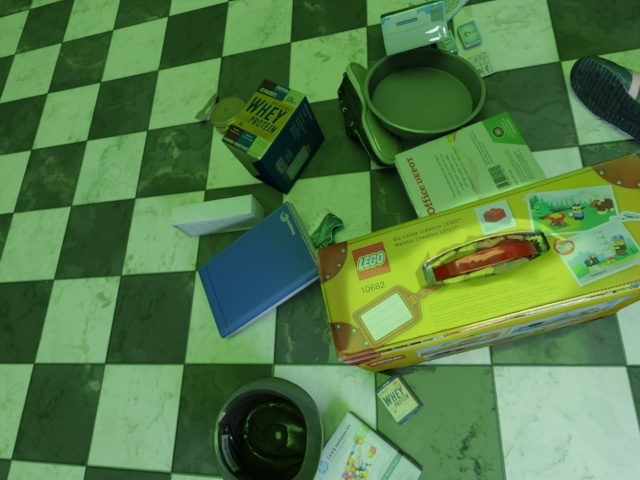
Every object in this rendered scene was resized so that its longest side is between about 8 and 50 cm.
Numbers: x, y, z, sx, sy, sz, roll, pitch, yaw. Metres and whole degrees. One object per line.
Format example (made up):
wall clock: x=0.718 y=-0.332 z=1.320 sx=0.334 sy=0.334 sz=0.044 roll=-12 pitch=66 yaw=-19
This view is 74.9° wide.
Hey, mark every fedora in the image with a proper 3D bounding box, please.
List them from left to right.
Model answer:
fedora: x=-0.096 y=0.425 z=0.902 sx=0.275 sy=0.124 sz=0.244 roll=-6 pitch=67 yaw=24

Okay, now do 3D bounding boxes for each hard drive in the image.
hard drive: x=-0.159 y=0.076 z=1.055 sx=0.318 sy=0.040 sz=0.210 roll=-35 pitch=64 yaw=17

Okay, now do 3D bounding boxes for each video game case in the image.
video game case: x=0.367 y=-0.729 z=1.237 sx=0.157 sy=0.019 sz=0.143 roll=-46 pitch=65 yaw=-3

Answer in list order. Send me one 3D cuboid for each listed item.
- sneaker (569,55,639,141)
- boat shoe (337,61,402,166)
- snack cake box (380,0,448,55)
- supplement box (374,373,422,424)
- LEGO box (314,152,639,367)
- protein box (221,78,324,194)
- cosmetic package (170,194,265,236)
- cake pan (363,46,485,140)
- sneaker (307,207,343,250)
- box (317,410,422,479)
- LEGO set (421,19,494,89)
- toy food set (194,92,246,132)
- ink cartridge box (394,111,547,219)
sneaker: x=0.729 y=-0.324 z=0.951 sx=0.131 sy=0.112 sz=0.319 roll=-31 pitch=67 yaw=-15
boat shoe: x=0.114 y=-0.319 z=1.121 sx=0.113 sy=0.127 sz=0.341 roll=-41 pitch=59 yaw=44
snack cake box: x=0.240 y=-0.564 z=1.099 sx=0.152 sy=0.089 sz=0.264 roll=-11 pitch=27 yaw=14
supplement box: x=0.166 y=0.333 z=0.880 sx=0.056 sy=0.083 sz=0.083 roll=-39 pitch=65 yaw=0
LEGO box: x=0.287 y=0.087 z=0.775 sx=0.499 sy=0.372 sz=0.193 roll=-17 pitch=67 yaw=10
protein box: x=-0.117 y=-0.271 z=1.118 sx=0.135 sy=0.200 sz=0.201 roll=29 pitch=81 yaw=23
cosmetic package: x=-0.280 y=-0.066 z=1.149 sx=0.238 sy=0.099 sz=0.061 roll=-7 pitch=70 yaw=14
cake pan: x=0.254 y=-0.363 z=1.041 sx=0.292 sy=0.054 sz=0.294 roll=-2 pitch=62 yaw=3
sneaker: x=0.000 y=0.000 z=1.064 sx=0.076 sy=0.065 sz=0.167 roll=28 pitch=83 yaw=18
box: x=0.095 y=0.478 z=0.875 sx=0.186 sy=0.038 sz=0.145 roll=33 pitch=82 yaw=25
LEGO set: x=0.362 y=-0.484 z=1.132 sx=0.182 sy=0.060 sz=0.245 roll=-16 pitch=68 yaw=15
toy food set: x=-0.289 y=-0.394 z=1.309 sx=0.191 sy=0.039 sz=0.133 roll=23 pitch=72 yaw=28
ink cartridge box: x=0.339 y=-0.144 z=0.981 sx=0.277 sy=0.117 sz=0.202 roll=-21 pitch=67 yaw=8
